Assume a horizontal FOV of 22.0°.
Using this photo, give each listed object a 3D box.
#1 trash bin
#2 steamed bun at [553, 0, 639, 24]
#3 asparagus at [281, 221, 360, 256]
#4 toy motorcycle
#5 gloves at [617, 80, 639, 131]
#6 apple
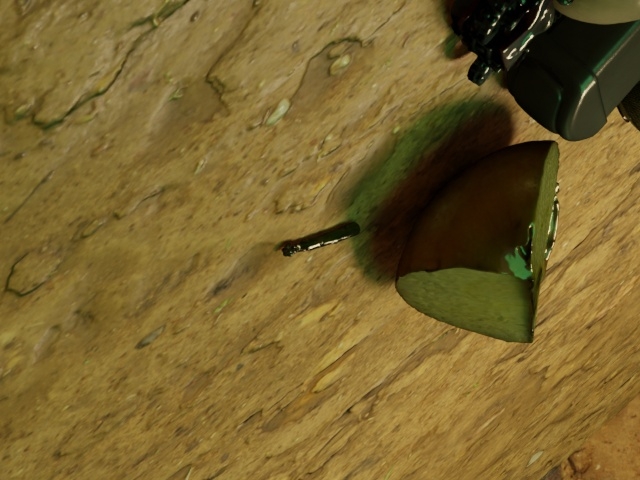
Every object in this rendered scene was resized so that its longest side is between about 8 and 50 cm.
[{"bbox_3d":[0.316,-0.223,1.830,0.236,0.101,0.177,-47,158,-1],"label":"trash bin"},{"bbox_3d":[0.327,-0.305,1.653,0.228,0.131,0.177,-35,156,-20],"label":"steamed bun"},{"bbox_3d":[0.000,0.000,1.766,0.127,0.015,0.018,-19,138,-50],"label":"asparagus"},{"bbox_3d":[0.186,-0.224,1.622,0.122,0.082,0.213,-44,171,-5],"label":"toy motorcycle"},{"bbox_3d":[0.507,-0.227,1.961,0.331,0.154,0.141,-17,160,15],"label":"gloves"},{"bbox_3d":[0.208,0.010,1.947,0.254,0.179,0.346,-31,160,-1],"label":"apple"}]
